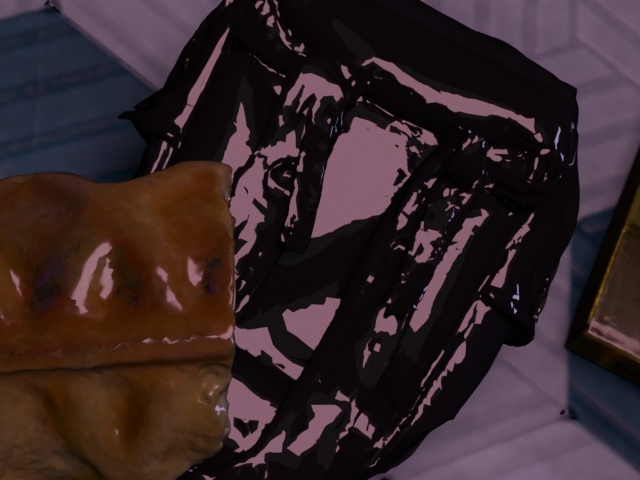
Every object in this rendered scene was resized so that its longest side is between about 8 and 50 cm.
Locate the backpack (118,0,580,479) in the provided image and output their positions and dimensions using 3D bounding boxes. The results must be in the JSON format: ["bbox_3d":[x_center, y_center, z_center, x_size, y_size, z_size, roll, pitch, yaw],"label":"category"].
[{"bbox_3d":[0.000,0.000,0.777,0.206,0.133,0.258,29,73,-1],"label":"backpack"}]

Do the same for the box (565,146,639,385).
[{"bbox_3d":[0.207,-0.006,0.883,0.121,0.030,0.193,26,65,-5],"label":"box"}]

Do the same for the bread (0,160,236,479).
[{"bbox_3d":[-0.140,0.039,0.690,0.232,0.088,0.128,-10,77,10],"label":"bread"}]
